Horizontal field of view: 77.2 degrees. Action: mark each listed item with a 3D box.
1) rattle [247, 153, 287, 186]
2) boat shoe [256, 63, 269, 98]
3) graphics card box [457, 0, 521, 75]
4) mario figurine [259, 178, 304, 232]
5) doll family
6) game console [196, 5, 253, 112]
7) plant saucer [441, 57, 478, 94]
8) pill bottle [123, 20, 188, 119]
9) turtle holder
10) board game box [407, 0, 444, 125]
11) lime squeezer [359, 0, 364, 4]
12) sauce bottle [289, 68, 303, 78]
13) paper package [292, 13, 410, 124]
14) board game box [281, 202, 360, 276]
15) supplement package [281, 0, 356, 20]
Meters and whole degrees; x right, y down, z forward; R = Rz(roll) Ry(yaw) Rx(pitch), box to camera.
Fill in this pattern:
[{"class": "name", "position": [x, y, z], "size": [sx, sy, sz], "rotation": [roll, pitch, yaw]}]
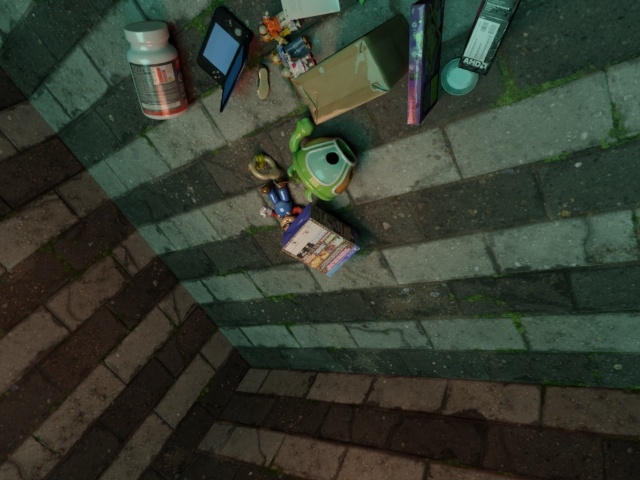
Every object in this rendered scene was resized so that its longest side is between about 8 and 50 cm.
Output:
[{"class": "rattle", "position": [-0.258, -0.308, 1.923], "size": [0.200, 0.130, 0.143], "rotation": [36, 134, -9]}, {"class": "boat shoe", "position": [-0.242, -0.656, 1.659], "size": [0.136, 0.049, 0.043], "rotation": [97, 152, -46]}, {"class": "graphics card box", "position": [0.490, -0.664, 1.066], "size": [0.094, 0.232, 0.370], "rotation": [20, 136, 9]}, {"class": "mario figurine", "position": [-0.172, -0.133, 1.981], "size": [0.198, 0.170, 0.320], "rotation": [4, 127, 50]}, {"class": "doll family", "position": [-0.128, -0.729, 1.487], "size": [0.163, 0.118, 0.262], "rotation": [-14, 130, 24]}, {"class": "game console", "position": [-0.400, -0.718, 1.604], "size": [0.250, 0.173, 0.293], "rotation": [41, 136, -7]}, {"class": "plant saucer", "position": [0.465, -0.548, 1.337], "size": [0.120, 0.021, 0.119], "rotation": [17, 134, 19]}, {"class": "pill bottle", "position": [-0.716, -0.738, 1.751], "size": [0.211, 0.210, 0.362], "rotation": [18, 135, 17]}, {"class": "turtle holder", "position": [0.011, -0.337, 1.682], "size": [0.228, 0.244, 0.320], "rotation": [-35, 65, 30]}, {"class": "board game box", "position": [0.332, -0.569, 1.265], "size": [0.056, 0.208, 0.346], "rotation": [12, 132, 23]}, {"class": "lime squeezer", "position": [0.221, -0.842, 1.201], "size": [0.311, 0.058, 0.109], "rotation": [-14, 119, 38]}, {"class": "sauce bottle", "position": [-0.061, -0.639, 1.561], "size": [0.128, 0.042, 0.042], "rotation": [20, 135, 17]}, {"class": "paper package", "position": [0.123, -0.560, 1.317], "size": [0.310, 0.324, 0.168], "rotation": [-13, 119, 40]}, {"class": "board game box", "position": [0.000, 0.000, 1.916], "size": [0.291, 0.141, 0.232], "rotation": [31, 121, -22]}, {"class": "supplement package", "position": [-0.016, -0.837, 1.280], "size": [0.203, 0.149, 0.194], "rotation": [7, 130, 27]}]
